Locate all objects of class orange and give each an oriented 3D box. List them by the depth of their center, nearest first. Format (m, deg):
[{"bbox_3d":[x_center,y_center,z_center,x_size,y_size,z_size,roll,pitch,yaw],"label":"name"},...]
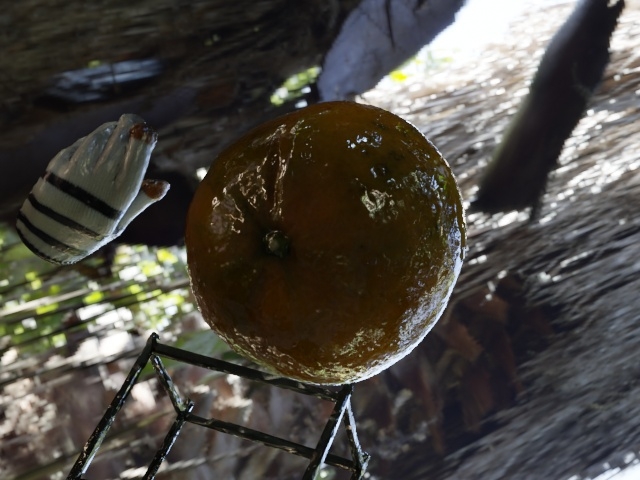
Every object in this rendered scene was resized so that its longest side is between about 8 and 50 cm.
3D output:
[{"bbox_3d":[0.000,0.000,0.841,0.240,0.171,0.240,-2,-95,21],"label":"orange"}]

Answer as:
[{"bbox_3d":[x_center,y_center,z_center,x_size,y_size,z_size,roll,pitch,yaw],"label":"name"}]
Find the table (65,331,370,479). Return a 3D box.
[{"bbox_3d":[-0.136,0.334,1.494,0.335,0.272,0.222,12,-36,21],"label":"table"}]

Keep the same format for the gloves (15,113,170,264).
[{"bbox_3d":[-0.302,-0.070,1.369,0.140,0.131,0.219,46,-64,0],"label":"gloves"}]
